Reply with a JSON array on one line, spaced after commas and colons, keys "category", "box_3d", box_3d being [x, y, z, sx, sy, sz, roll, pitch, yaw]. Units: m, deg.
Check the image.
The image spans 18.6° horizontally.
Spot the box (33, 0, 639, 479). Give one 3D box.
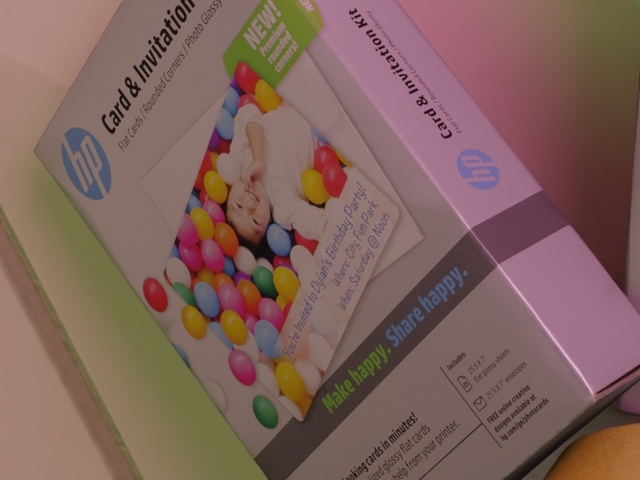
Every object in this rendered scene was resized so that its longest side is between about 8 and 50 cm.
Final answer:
[{"category": "box", "box_3d": [0.000, 0.000, 0.591, 0.186, 0.038, 0.145, 55, 139, 12]}]

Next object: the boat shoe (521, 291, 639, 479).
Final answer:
[{"category": "boat shoe", "box_3d": [0.166, 0.084, 0.609, 0.258, 0.084, 0.095, 10, 120, 14]}]

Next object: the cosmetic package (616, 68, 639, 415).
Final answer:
[{"category": "cosmetic package", "box_3d": [0.153, -0.065, 0.525, 0.127, 0.107, 0.238, 10, 117, 15]}]

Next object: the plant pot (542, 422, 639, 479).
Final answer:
[{"category": "plant pot", "box_3d": [0.100, 0.106, 0.542, 0.134, 0.095, 0.134, 3, 155, 2]}]
